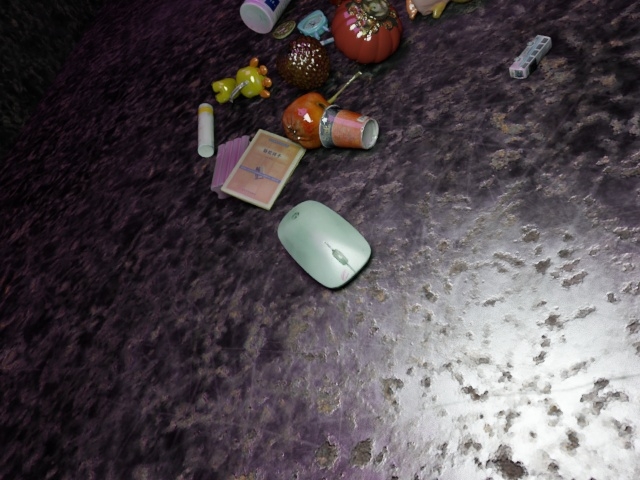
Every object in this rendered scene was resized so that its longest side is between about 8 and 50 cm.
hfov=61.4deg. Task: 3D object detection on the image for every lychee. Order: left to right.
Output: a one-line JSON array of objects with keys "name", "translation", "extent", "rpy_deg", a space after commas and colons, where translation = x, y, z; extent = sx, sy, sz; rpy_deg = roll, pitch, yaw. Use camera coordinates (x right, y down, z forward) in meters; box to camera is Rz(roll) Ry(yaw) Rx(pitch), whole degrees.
[{"name": "lychee", "translation": [-0.053, -0.583, 1.780], "extent": [0.188, 0.188, 0.188], "rpy_deg": [-18, 48, 21]}]

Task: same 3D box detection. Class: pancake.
[{"name": "pancake", "translation": [-0.145, -0.848, 2.167], "extent": [0.108, 0.017, 0.108], "rpy_deg": [-15, 50, 19]}]

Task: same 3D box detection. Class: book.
[{"name": "book", "translation": [-0.169, -0.218, 1.626], "extent": [0.170, 0.018, 0.241], "rpy_deg": [22, 68, 14]}]

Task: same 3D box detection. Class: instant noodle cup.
[{"name": "instant noodle cup", "translation": [0.085, -0.312, 1.519], "extent": [0.136, 0.127, 0.127], "rpy_deg": [18, 67, 33]}]

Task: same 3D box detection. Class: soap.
[{"name": "soap", "translation": [-0.276, -0.237, 1.729], "extent": [0.122, 0.065, 0.203], "rpy_deg": [-15, 49, 21]}]

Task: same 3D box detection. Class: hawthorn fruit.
[{"name": "hawthorn fruit", "translation": [0.010, -0.404, 1.613], "extent": [0.165, 0.165, 0.285], "rpy_deg": [26, 71, 44]}]

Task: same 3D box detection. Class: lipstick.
[{"name": "lipstick", "translation": [-0.418, -0.404, 1.964], "extent": [0.059, 0.059, 0.263], "rpy_deg": [-25, 45, 15]}]

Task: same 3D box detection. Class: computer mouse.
[{"name": "computer mouse", "translation": [-0.003, -0.004, 1.339], "extent": [0.159, 0.097, 0.288], "rpy_deg": [-42, 43, -5]}]

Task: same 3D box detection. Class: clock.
[{"name": "clock", "translation": [-0.019, -0.804, 2.028], "extent": [0.108, 0.045, 0.147], "rpy_deg": [-35, 45, 6]}]

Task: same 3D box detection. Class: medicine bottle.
[{"name": "medicine bottle", "translation": [-0.211, -1.005, 2.240], "extent": [0.152, 0.152, 0.253], "rpy_deg": [7, 61, 37]}]

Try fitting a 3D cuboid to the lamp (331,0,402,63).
[{"name": "lamp", "translation": [0.144, -0.658, 1.695], "extent": [0.227, 0.227, 0.226], "rpy_deg": [-18, 48, 21]}]

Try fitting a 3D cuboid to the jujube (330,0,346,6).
[{"name": "jujube", "translation": [0.123, -0.958, 1.988], "extent": [0.230, 0.155, 0.155], "rpy_deg": [-5, 53, 19]}]

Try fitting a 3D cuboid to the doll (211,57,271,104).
[{"name": "doll", "translation": [-0.274, -0.572, 1.955], "extent": [0.221, 0.142, 0.135], "rpy_deg": [-6, 19, 32]}]

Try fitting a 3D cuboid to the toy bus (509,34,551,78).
[{"name": "toy bus", "translation": [0.543, -0.473, 1.392], "extent": [0.052, 0.037, 0.130], "rpy_deg": [31, 75, 40]}]

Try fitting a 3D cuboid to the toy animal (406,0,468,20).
[{"name": "toy animal", "translation": [0.391, -0.801, 1.667], "extent": [0.282, 0.169, 0.195], "rpy_deg": [-3, 97, 26]}]

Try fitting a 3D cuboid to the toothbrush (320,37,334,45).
[{"name": "toothbrush", "translation": [0.105, -0.726, 1.896], "extent": [0.276, 0.025, 0.019], "rpy_deg": [-4, 55, 31]}]
